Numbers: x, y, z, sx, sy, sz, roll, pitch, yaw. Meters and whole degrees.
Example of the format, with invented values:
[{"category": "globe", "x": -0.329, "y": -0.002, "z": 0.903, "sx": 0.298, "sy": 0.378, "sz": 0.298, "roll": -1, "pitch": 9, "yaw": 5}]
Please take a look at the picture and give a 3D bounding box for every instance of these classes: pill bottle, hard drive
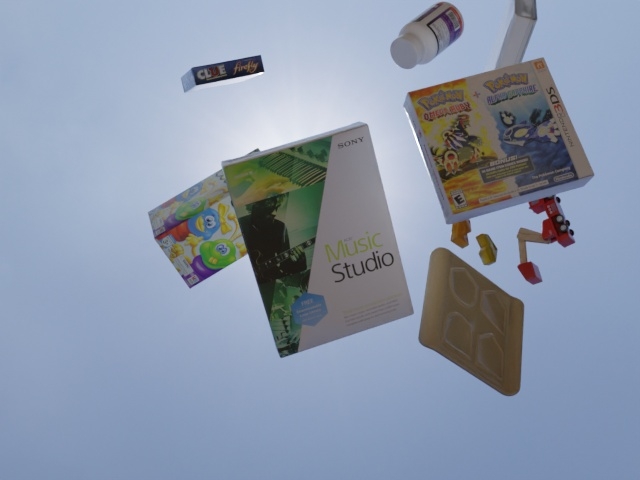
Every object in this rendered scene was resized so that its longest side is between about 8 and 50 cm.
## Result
[{"category": "pill bottle", "x": 0.257, "y": -0.496, "z": 1.754, "sx": 0.108, "sy": 0.108, "sz": 0.193, "roll": 33, "pitch": -125, "yaw": 22}, {"category": "hard drive", "x": 0.367, "y": -0.333, "z": 1.498, "sx": 0.047, "sy": 0.353, "sz": 0.233, "roll": 15, "pitch": -142, "yaw": 4}]

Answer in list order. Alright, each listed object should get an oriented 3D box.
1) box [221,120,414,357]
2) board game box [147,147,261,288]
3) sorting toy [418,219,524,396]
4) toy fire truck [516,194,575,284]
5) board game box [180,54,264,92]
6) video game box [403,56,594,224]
[{"category": "box", "x": 0.000, "y": 0.000, "z": 1.126, "sx": 0.232, "sy": 0.322, "sz": 0.058, "roll": -18, "pitch": -166, "yaw": -8}, {"category": "board game box", "x": -0.201, "y": -0.050, "z": 1.514, "sx": 0.275, "sy": 0.144, "sz": 0.142, "roll": -31, "pitch": -149, "yaw": -3}, {"category": "sorting toy", "x": 0.285, "y": 0.111, "z": 1.338, "sx": 0.229, "sy": 0.041, "sz": 0.307, "roll": 31, "pitch": -129, "yaw": -22}, {"category": "toy fire truck", "x": 0.491, "y": -0.012, "z": 1.610, "sx": 0.047, "sy": 0.135, "sz": 0.192, "roll": 25, "pitch": -136, "yaw": -50}, {"category": "board game box", "x": -0.242, "y": -0.401, "z": 1.740, "sx": 0.165, "sy": 0.042, "sz": 0.243, "roll": -15, "pitch": -169, "yaw": -15}, {"category": "video game box", "x": 0.239, "y": -0.138, "z": 0.976, "sx": 0.205, "sy": 0.048, "sz": 0.187, "roll": -16, "pitch": -108, "yaw": -6}]
